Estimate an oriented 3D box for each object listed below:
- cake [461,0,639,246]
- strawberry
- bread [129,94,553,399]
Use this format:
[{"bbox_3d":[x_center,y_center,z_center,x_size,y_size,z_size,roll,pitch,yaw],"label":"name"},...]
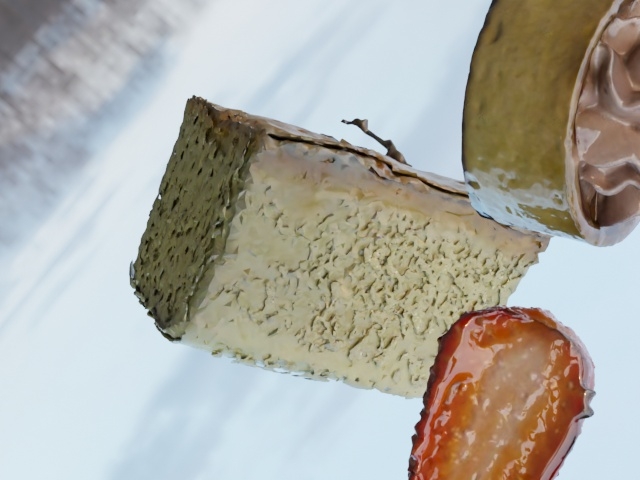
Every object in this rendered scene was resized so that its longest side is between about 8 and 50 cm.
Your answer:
[{"bbox_3d":[0.205,-0.089,1.245,0.208,0.178,0.185,-30,128,-64],"label":"cake"},{"bbox_3d":[0.114,0.130,1.314,0.188,0.121,0.082,-59,-178,2],"label":"strawberry"},{"bbox_3d":[0.000,0.000,1.798,0.279,0.315,0.248,33,-76,58],"label":"bread"}]
